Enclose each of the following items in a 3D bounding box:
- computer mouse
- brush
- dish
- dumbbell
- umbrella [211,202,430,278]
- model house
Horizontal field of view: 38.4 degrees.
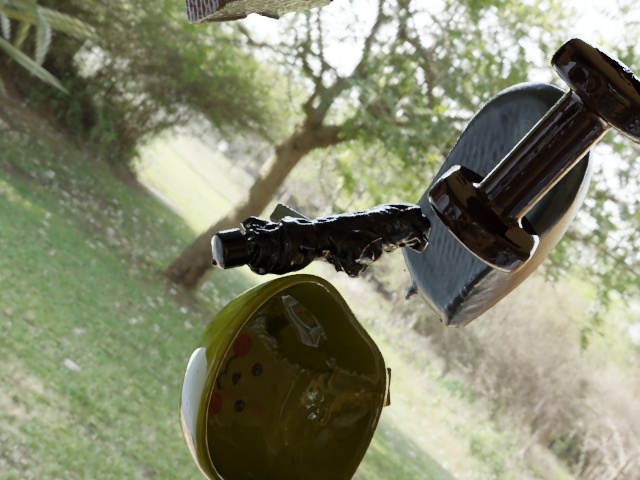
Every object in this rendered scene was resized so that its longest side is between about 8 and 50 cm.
[{"bbox_3d":[0.230,-0.038,1.195,0.121,0.371,0.188,5,46,-37],"label":"computer mouse"},{"bbox_3d":[0.000,0.000,1.323,0.178,0.033,0.030,30,-23,27],"label":"brush"},{"bbox_3d":[-0.049,0.151,0.930,0.108,0.221,0.262,11,-24,43],"label":"dish"},{"bbox_3d":[0.222,-0.084,0.912,0.124,0.225,0.140,43,25,4],"label":"dumbbell"},{"bbox_3d":[0.002,0.005,0.904,0.224,0.072,0.080,-6,1,-28],"label":"umbrella"},{"bbox_3d":[-0.055,-0.221,0.730,0.100,0.088,0.100,-7,3,27],"label":"model house"}]
